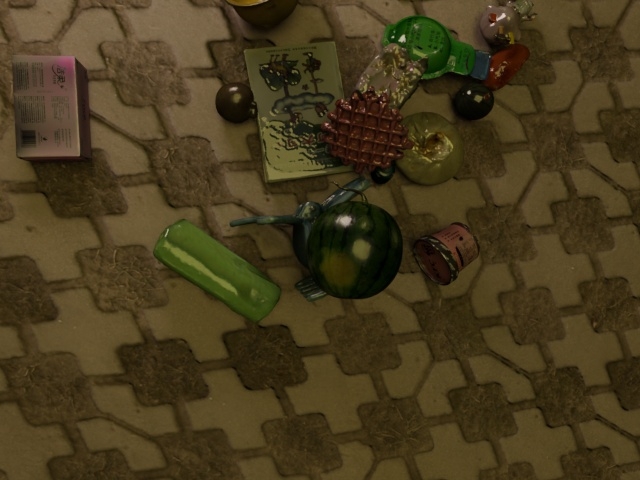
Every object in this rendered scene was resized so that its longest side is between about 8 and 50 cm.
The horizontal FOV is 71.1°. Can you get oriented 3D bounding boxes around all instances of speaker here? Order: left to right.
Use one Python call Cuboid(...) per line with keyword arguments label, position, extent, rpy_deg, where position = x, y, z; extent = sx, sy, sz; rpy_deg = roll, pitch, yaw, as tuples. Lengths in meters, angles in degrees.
Cuboid(label="speaker", position=(0.169, -0.210, 1.268), extent=(0.060, 0.075, 0.094), rpy_deg=(-22, 85, -9))

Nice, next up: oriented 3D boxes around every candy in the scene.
Cuboid(label="candy", position=(-0.265, 0.079, 1.162), extent=(0.344, 0.142, 0.131), rpy_deg=(35, 72, -9))
Cuboid(label="candy", position=(0.178, -0.414, 1.215), extent=(0.137, 0.195, 0.184), rpy_deg=(38, 89, -3))

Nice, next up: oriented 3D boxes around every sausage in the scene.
Cuboid(label="sausage", position=(0.545, -0.517, 1.326), extent=(0.179, 0.089, 0.089), rpy_deg=(-45, 97, -6))

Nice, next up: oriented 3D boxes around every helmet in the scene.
Cuboid(label="helmet", position=(-0.132, -0.654, 1.181), extent=(0.205, 0.140, 0.256), rpy_deg=(28, 74, 23))

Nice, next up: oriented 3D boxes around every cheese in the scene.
Cuboid(label="cheese", position=(0.332, -0.540, 1.281), extent=(0.321, 0.083, 0.203), rpy_deg=(16, 77, -6))

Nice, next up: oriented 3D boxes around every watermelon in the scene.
Cuboid(label="watermelon", position=(0.080, 0.012, 0.920), extent=(0.204, 0.127, 0.231), rpy_deg=(23, 84, -8))
Cuboid(label="watermelon", position=(0.435, -0.407, 1.292), extent=(0.133, 0.105, 0.105), rpy_deg=(20, 87, -31))

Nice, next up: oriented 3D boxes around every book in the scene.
Cuboid(label="book", position=(-0.054, -0.357, 1.244), extent=(0.261, 0.043, 0.370), rpy_deg=(-11, 92, -11))

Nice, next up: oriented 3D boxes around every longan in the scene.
Cuboid(label="longan", position=(-0.218, -0.362, 1.183), extent=(0.119, 0.106, 0.106), rpy_deg=(26, 86, 7))

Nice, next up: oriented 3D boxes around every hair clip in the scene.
Cuboid(label="hair clip", position=(0.000, 0.000, 1.124), extent=(0.393, 0.318, 0.238), rpy_deg=(-20, 96, -11))

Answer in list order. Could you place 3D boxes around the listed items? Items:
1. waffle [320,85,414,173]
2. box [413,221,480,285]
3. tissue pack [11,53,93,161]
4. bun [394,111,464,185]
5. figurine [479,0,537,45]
Cuboid(label="waffle", position=(0.113, -0.274, 1.164), extent=(0.221, 0.234, 0.055), rpy_deg=(50, 43, -23))
Cuboid(label="box", position=(0.364, 0.031, 1.270), extent=(0.135, 0.151, 0.151), rpy_deg=(-31, 95, -16))
Cuboid(label="tissue pack", position=(-0.660, -0.320, 1.111), extent=(0.149, 0.092, 0.246), rpy_deg=(-2, 91, -9))
Cuboid(label="bun", position=(0.311, -0.262, 1.266), extent=(0.223, 0.127, 0.222), rpy_deg=(-1, 93, -12))
Cuboid(label="figurine", position=(0.546, -0.649, 1.318), extent=(0.137, 0.112, 0.229), rpy_deg=(47, 71, -11))
